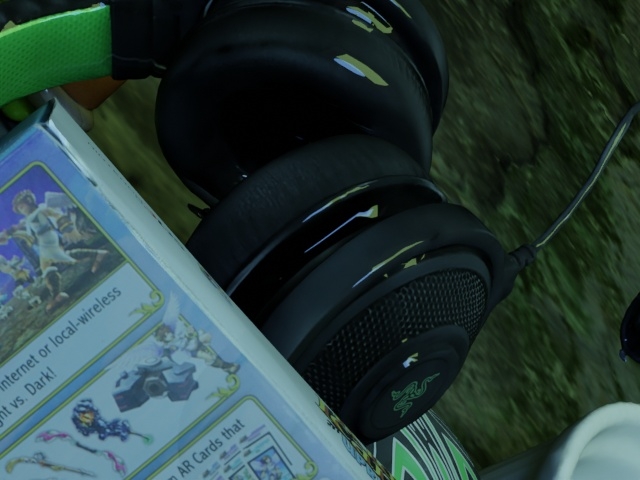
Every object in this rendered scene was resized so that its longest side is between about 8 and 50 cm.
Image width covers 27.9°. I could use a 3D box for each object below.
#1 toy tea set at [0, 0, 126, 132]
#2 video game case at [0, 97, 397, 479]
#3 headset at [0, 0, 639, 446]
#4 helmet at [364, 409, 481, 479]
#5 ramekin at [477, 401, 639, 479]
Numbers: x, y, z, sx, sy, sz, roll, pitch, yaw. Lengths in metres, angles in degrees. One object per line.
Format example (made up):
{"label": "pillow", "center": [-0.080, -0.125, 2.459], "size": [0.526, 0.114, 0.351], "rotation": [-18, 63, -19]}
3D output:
{"label": "toy tea set", "center": [-0.215, -0.194, 0.634], "size": [0.336, 0.124, 0.200], "rotation": [57, 7, -2]}
{"label": "video game case", "center": [-0.107, 0.132, 0.416], "size": [0.244, 0.269, 0.061], "rotation": [50, 2, -18]}
{"label": "headset", "center": [0.000, 0.000, 0.567], "size": [0.394, 0.185, 0.243], "rotation": [-3, 49, -9]}
{"label": "helmet", "center": [0.000, 0.138, 0.609], "size": [0.169, 0.169, 0.161], "rotation": [8, 101, -48]}
{"label": "ramekin", "center": [0.168, 0.249, 0.769], "size": [0.277, 0.135, 0.277], "rotation": [28, 48, -37]}
